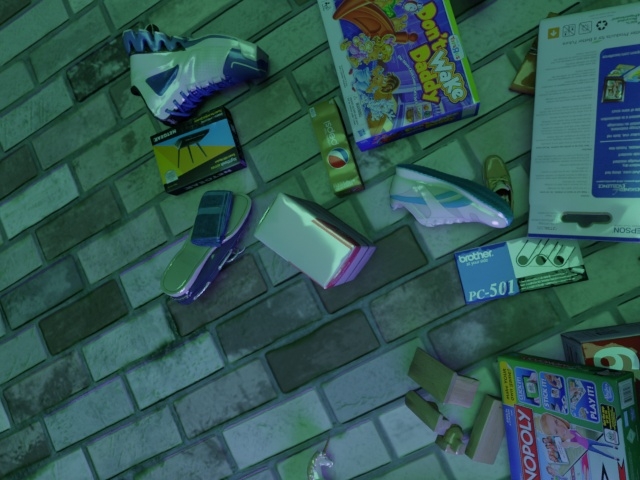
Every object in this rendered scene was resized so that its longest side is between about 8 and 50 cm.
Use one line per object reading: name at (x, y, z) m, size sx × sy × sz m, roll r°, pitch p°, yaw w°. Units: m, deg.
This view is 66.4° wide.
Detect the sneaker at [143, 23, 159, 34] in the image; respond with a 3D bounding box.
sneaker at (-0.389, -0.429, 1.094) m, size 0.043 × 0.040 × 0.109 m, roll 35°, pitch 105°, yaw 49°

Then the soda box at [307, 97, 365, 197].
soda box at (0.032, -0.179, 0.959) m, size 0.058 × 0.061 × 0.182 m, roll -18°, pitch 82°, yaw 11°

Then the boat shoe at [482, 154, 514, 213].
boat shoe at (0.328, -0.094, 0.891) m, size 0.050 × 0.045 × 0.136 m, roll -13°, pitch 83°, yaw 12°

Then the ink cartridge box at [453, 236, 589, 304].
ink cartridge box at (0.354, 0.047, 0.876) m, size 0.207 × 0.046 × 0.097 m, roll -13°, pitch 82°, yaw 13°

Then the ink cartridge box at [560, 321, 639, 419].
ink cartridge box at (0.566, 0.285, 0.767) m, size 0.271 × 0.130 × 0.310 m, roll -12°, pitch 83°, yaw 12°

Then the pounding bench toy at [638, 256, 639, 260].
pounding bench toy at (0.580, 0.043, 0.802) m, size 0.052 × 0.083 × 0.065 m, roll -30°, pitch 79°, yaw 10°

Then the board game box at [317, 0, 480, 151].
board game box at (0.139, -0.376, 0.938) m, size 0.233 × 0.078 × 0.347 m, roll -16°, pitch 83°, yaw 12°

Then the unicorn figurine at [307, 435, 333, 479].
unicorn figurine at (-0.003, 0.476, 0.925) m, size 0.111 × 0.060 × 0.162 m, roll 44°, pitch 96°, yaw 12°

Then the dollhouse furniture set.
dollhouse furniture set at (0.244, 0.300, 0.895) m, size 0.151 × 0.123 × 0.144 m, roll 19°, pitch 91°, yaw -21°

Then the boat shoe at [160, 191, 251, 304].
boat shoe at (-0.218, 0.017, 0.992) m, size 0.095 × 0.079 × 0.255 m, roll 21°, pitch 70°, yaw 25°

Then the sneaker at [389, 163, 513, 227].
sneaker at (0.232, -0.066, 0.885) m, size 0.228 × 0.087 × 0.092 m, roll 26°, pitch 116°, yaw 30°

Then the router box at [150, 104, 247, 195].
router box at (-0.259, -0.189, 1.037) m, size 0.178 × 0.046 × 0.133 m, roll -20°, pitch 82°, yaw 11°

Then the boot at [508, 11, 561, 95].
boot at (0.467, -0.235, 0.847) m, size 0.280 × 0.096 × 0.264 m, roll 26°, pitch 105°, yaw 20°

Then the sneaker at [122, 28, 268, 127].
sneaker at (-0.265, -0.325, 1.020) m, size 0.315 × 0.127 × 0.182 m, roll 8°, pitch 99°, yaw 12°

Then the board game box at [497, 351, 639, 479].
board game box at (0.390, 0.349, 0.762) m, size 0.046 × 0.213 × 0.318 m, roll -6°, pitch 89°, yaw -28°

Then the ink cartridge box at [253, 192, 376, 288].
ink cartridge box at (0.000, 0.000, 0.875) m, size 0.158 × 0.218 × 0.092 m, roll 36°, pitch 100°, yaw 13°

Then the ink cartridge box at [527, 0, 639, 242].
ink cartridge box at (0.443, -0.184, 0.795) m, size 0.175 × 0.069 × 0.371 m, roll 4°, pitch 89°, yaw 34°

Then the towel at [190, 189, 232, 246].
towel at (-0.214, -0.046, 0.961) m, size 0.067 × 0.029 × 0.120 m, roll 1°, pitch 62°, yaw 11°
